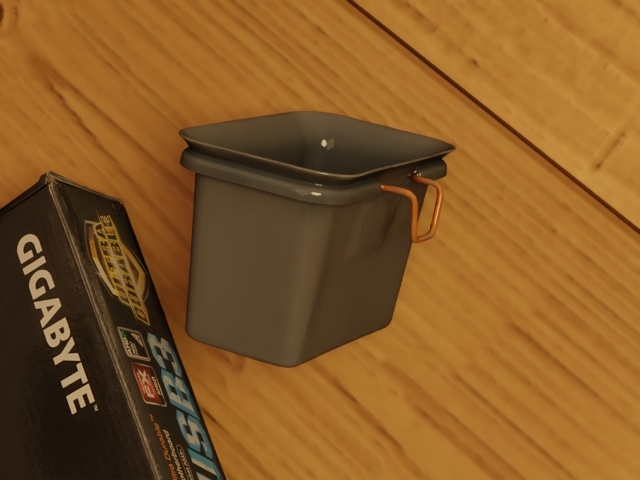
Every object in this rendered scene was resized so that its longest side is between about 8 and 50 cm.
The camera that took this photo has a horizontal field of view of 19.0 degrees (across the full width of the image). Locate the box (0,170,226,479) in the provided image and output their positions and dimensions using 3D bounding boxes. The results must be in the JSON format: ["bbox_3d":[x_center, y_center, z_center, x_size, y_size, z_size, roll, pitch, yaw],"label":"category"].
[{"bbox_3d":[-0.176,0.166,0.910,0.293,0.073,0.295,-32,66,22],"label":"box"}]

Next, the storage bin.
[{"bbox_3d":[0.000,0.000,0.836,0.098,0.135,0.091,15,105,24],"label":"storage bin"}]
